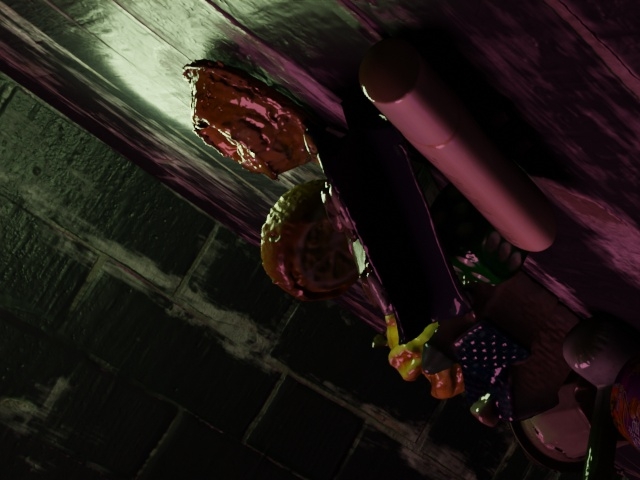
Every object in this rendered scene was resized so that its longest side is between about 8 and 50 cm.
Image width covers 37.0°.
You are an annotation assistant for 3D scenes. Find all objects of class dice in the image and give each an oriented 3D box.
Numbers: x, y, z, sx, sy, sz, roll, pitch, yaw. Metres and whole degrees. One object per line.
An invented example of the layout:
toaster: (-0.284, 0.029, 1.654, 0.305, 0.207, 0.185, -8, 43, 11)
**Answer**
dice: (0.244, -0.015, 1.456, 0.120, 0.131, 0.128, 22, 165, 45)

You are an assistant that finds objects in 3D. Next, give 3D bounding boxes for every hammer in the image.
hammer: (0.521, 0.314, 1.733, 0.206, 0.335, 0.119, 32, 145, -18)

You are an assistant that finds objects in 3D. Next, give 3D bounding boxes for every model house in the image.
model house: (0.344, 0.212, 1.915, 0.298, 0.284, 0.243, 34, 165, -18)

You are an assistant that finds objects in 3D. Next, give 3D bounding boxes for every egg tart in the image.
egg tart: (-0.130, -0.203, 1.714, 0.315, 0.120, 0.315, 32, 171, 6)

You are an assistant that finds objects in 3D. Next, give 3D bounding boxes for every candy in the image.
candy: (0.000, 0.000, 1.954, 0.118, 0.260, 0.260, 33, 175, 47)

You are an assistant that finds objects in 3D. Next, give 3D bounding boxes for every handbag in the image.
handbag: (0.080, -0.037, 1.382, 0.329, 0.122, 0.303, -121, 6, -73)

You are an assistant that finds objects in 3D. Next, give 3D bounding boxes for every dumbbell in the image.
dumbbell: (0.225, -0.138, 1.160, 0.036, 0.040, 0.083, -17, 141, 34)

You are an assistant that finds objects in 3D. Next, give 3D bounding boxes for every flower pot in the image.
flower pot: (0.557, 0.343, 2.004, 0.290, 0.290, 0.259, 32, 161, -4)

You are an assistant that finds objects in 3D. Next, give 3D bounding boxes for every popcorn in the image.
popcorn: (0.302, 0.246, 2.396, 0.316, 0.281, 0.297, 4, -129, -40)

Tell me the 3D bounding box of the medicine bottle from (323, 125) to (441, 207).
medicine bottle: (0.105, -0.114, 1.640, 0.201, 0.052, 0.171, 25, 168, 27)

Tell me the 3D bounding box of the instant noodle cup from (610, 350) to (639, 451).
instant noodle cup: (0.615, 0.285, 1.588, 0.251, 0.251, 0.190, 34, 180, -13)

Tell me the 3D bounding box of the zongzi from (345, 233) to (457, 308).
zongzi: (0.182, -0.030, 1.738, 0.125, 0.274, 0.251, 62, -171, -51)

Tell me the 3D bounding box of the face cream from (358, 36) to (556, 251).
face cream: (0.169, -0.123, 1.198, 0.348, 0.081, 0.173, 39, -165, -39)
